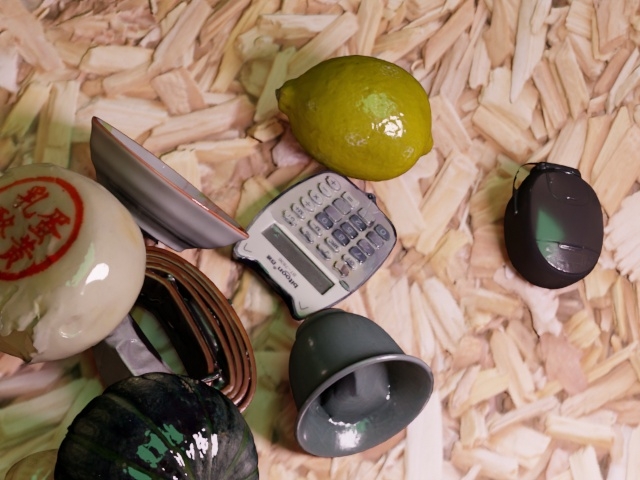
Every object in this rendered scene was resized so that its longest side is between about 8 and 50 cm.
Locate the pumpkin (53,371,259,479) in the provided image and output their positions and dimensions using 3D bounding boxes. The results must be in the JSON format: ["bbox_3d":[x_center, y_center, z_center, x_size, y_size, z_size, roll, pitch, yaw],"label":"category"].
[{"bbox_3d":[-0.193,0.272,1.766,0.250,0.216,0.250,-1,92,-29],"label":"pumpkin"}]

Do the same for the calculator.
[{"bbox_3d":[0.000,0.000,2.153,0.177,0.040,0.268,47,53,6],"label":"calculator"}]

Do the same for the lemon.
[{"bbox_3d":[0.056,-0.181,2.200,0.248,0.184,0.184,17,56,-13],"label":"lemon"}]

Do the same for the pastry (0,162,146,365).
[{"bbox_3d":[-0.345,0.027,1.867,0.264,0.133,0.265,-8,60,14],"label":"pastry"}]

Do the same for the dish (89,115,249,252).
[{"bbox_3d":[-0.221,-0.054,2.003,0.260,0.260,0.085,38,92,0],"label":"dish"}]

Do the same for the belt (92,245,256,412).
[{"bbox_3d":[-0.196,0.134,1.942,0.184,0.105,0.261,-20,72,-31],"label":"belt"}]

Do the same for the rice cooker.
[{"bbox_3d":[0.349,-0.023,2.281,0.142,0.118,0.203,13,58,-17],"label":"rice cooker"}]

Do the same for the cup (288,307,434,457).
[{"bbox_3d":[0.030,0.168,2.000,0.199,0.199,0.150,-6,46,-28],"label":"cup"}]

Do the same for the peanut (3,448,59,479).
[{"bbox_3d":[-0.350,0.313,1.781,0.082,0.082,0.187,38,55,0],"label":"peanut"}]
